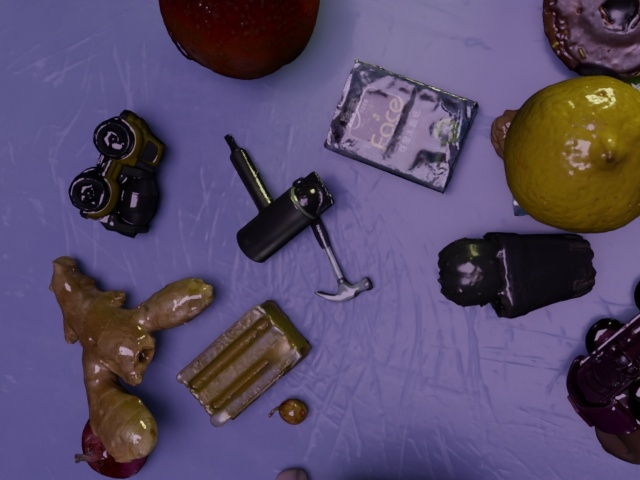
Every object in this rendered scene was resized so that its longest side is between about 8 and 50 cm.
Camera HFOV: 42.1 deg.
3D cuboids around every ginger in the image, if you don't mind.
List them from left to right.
[{"bbox_3d":[-0.404,0.212,1.600,0.348,0.122,0.363,14,87,27],"label":"ginger"}]

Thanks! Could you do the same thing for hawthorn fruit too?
[{"bbox_3d":[-0.136,-0.424,1.419,0.316,0.316,0.315,1,93,15],"label":"hawthorn fruit"}]

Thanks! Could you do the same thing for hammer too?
[{"bbox_3d":[0.000,0.000,1.545,0.103,0.029,0.246,-27,84,14],"label":"hammer"}]

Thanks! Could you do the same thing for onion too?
[{"bbox_3d":[-0.420,0.401,1.615,0.150,0.140,0.150,0,90,26],"label":"onion"}]

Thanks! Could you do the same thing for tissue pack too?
[{"bbox_3d":[0.143,-0.203,1.472,0.236,0.073,0.173,23,97,12],"label":"tissue pack"}]

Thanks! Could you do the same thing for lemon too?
[{"bbox_3d":[0.403,-0.128,1.268,0.267,0.267,0.267,1,93,15],"label":"lemon"}]

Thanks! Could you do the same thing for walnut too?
[{"bbox_3d":[0.333,-0.179,1.422,0.079,0.082,0.096,-21,93,-17],"label":"walnut"}]

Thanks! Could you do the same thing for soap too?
[{"bbox_3d":[-0.144,0.231,1.568,0.233,0.076,0.135,-42,82,14],"label":"soap"}]

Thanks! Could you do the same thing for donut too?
[{"bbox_3d":[0.481,-0.371,1.346,0.230,0.096,0.216,-4,109,20],"label":"donut"}]

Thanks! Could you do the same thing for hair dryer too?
[{"bbox_3d":[-0.103,-0.113,1.538,0.196,0.078,0.248,-39,72,24],"label":"hair dryer"}]

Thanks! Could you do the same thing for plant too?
[{"bbox_3d":[0.324,0.054,1.395,0.256,0.164,0.141,-3,92,4],"label":"plant"}]

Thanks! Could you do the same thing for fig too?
[{"bbox_3d":[-0.064,0.323,1.569,0.083,0.050,0.050,-10,90,37],"label":"fig"}]

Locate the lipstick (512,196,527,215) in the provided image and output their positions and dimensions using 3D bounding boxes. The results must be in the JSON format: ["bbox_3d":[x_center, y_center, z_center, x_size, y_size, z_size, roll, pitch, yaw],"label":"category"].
[{"bbox_3d":[0.409,-0.071,1.420,0.158,0.048,0.048,-5,91,15],"label":"lipstick"}]

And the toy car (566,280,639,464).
[{"bbox_3d":[0.573,0.217,1.300,0.341,0.271,0.240,-43,100,12],"label":"toy car"}]

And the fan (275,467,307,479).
[{"bbox_3d":[-0.029,0.550,1.558,0.130,0.074,0.244,-16,83,26],"label":"fan"}]

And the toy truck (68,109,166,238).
[{"bbox_3d":[-0.371,-0.128,1.591,0.165,0.147,0.224,25,96,-12],"label":"toy truck"}]

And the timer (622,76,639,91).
[{"bbox_3d":[0.523,-0.198,1.385,0.128,0.047,0.140,31,100,13],"label":"timer"}]
